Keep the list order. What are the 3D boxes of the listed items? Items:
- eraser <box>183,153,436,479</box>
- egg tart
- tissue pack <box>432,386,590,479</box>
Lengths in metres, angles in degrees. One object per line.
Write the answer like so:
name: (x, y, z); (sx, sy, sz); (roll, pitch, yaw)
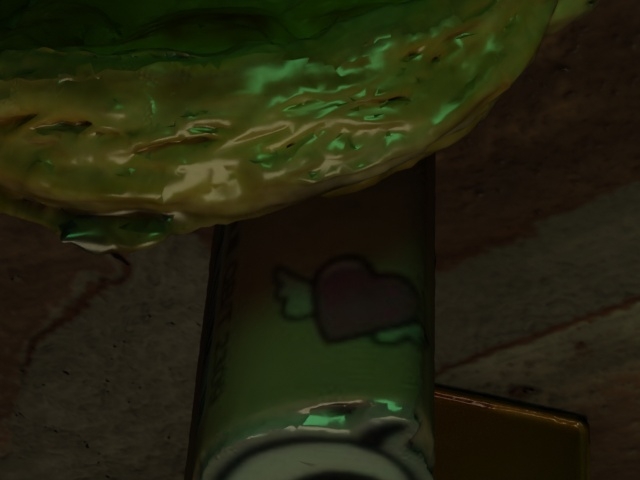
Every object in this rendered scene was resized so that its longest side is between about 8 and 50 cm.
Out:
eraser: (0.000, 0.000, 0.667); (0.087, 0.291, 0.171); (9, 137, -7)
egg tart: (-0.032, -0.091, 0.590); (0.278, 0.279, 0.095); (-6, 134, 11)
tissue pack: (0.025, 0.219, 1.015); (0.194, 0.145, 0.274); (13, 136, -7)
